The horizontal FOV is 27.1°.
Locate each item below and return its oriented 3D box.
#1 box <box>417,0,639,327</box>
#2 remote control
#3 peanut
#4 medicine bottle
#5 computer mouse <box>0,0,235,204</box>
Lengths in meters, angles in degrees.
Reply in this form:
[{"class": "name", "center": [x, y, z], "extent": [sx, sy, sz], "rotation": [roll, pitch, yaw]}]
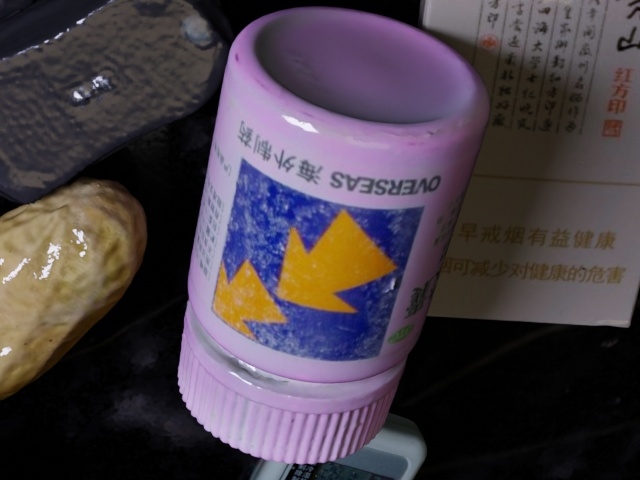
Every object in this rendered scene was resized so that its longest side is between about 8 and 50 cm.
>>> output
[{"class": "box", "center": [0.165, -0.100, 0.985], "extent": [0.205, 0.051, 0.365], "rotation": [4, 122, -3]}, {"class": "remote control", "center": [-0.028, 0.269, 1.171], "extent": [0.140, 0.056, 0.296], "rotation": [20, 112, -20]}, {"class": "peanut", "center": [-0.219, 0.040, 0.977], "extent": [0.226, 0.095, 0.108], "rotation": [-45, 132, 15]}, {"class": "medicine bottle", "center": [0.000, 0.000, 0.941], "extent": [0.178, 0.178, 0.290], "rotation": [4, 125, -15]}, {"class": "computer mouse", "center": [-0.163, -0.113, 0.917], "extent": [0.217, 0.073, 0.122], "rotation": [-27, 114, 4]}]
